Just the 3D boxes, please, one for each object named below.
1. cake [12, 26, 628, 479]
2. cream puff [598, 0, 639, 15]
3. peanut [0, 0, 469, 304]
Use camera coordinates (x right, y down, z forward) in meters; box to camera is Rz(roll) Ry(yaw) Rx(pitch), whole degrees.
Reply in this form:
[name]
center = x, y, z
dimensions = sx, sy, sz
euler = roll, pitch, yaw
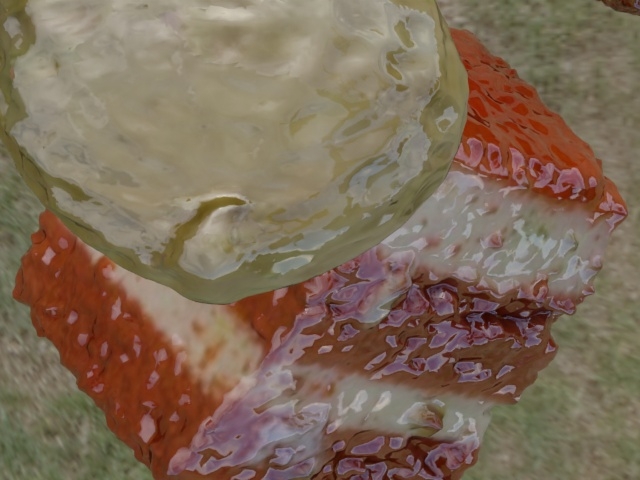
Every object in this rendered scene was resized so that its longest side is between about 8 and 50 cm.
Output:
[cake]
center = 0.000, 0.000, 1.116
dimensions = 0.269, 0.270, 0.319
euler = 13, 116, -47
[cream puff]
center = 0.242, -0.248, 1.110
dimensions = 0.240, 0.240, 0.164
euler = -29, 138, -12
[peanut]
center = -0.043, -0.089, 0.623
dimensions = 0.197, 0.110, 0.233
euler = -4, 60, -21
